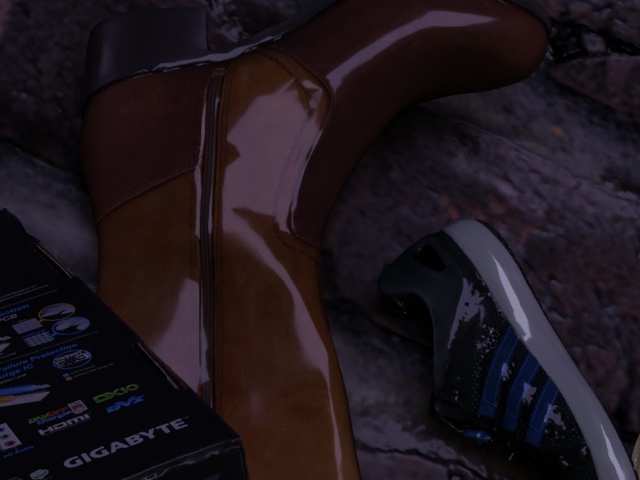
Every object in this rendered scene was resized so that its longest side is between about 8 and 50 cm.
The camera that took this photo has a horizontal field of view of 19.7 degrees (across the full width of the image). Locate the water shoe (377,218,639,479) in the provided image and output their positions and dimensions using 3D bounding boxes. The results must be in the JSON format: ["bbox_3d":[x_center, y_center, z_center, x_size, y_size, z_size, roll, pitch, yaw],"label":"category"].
[{"bbox_3d":[0.099,0.087,0.973,0.080,0.073,0.203,-28,65,-2],"label":"water shoe"}]

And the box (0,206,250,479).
[{"bbox_3d":[-0.217,0.102,0.790,0.295,0.073,0.293,-20,25,-22],"label":"box"}]

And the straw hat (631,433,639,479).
[{"bbox_3d":[0.237,0.133,0.971,0.144,0.061,0.144,5,61,-10],"label":"straw hat"}]

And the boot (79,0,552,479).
[{"bbox_3d":[0.000,0.000,0.949,0.264,0.096,0.280,-4,63,-1],"label":"boot"}]
